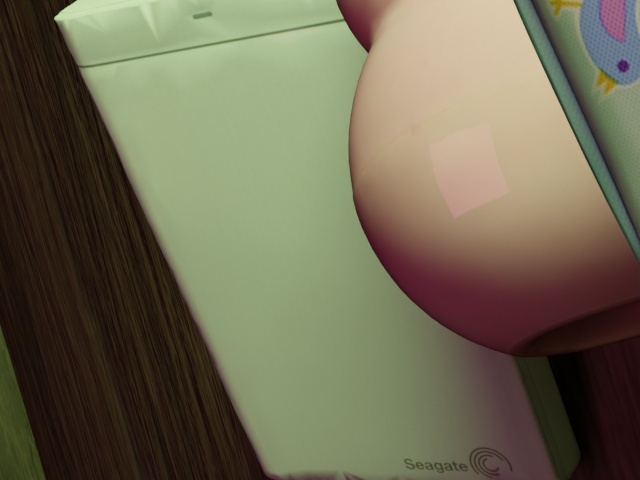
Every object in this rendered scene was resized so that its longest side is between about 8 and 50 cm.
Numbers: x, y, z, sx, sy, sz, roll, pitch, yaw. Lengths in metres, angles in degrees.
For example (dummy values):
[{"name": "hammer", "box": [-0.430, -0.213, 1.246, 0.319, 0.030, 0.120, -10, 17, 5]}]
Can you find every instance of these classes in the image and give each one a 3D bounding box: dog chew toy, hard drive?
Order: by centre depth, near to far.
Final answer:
[{"name": "dog chew toy", "box": [0.094, -0.120, 0.647, 0.206, 0.207, 0.331, 134, 124, -63]}, {"name": "hard drive", "box": [0.000, 0.000, 0.872, 0.233, 0.047, 0.353, -4, 119, 36]}]

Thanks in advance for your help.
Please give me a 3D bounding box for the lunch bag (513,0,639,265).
[{"name": "lunch bag", "box": [0.169, -0.079, 0.410, 0.108, 0.279, 0.224, -24, 92, 41]}]
